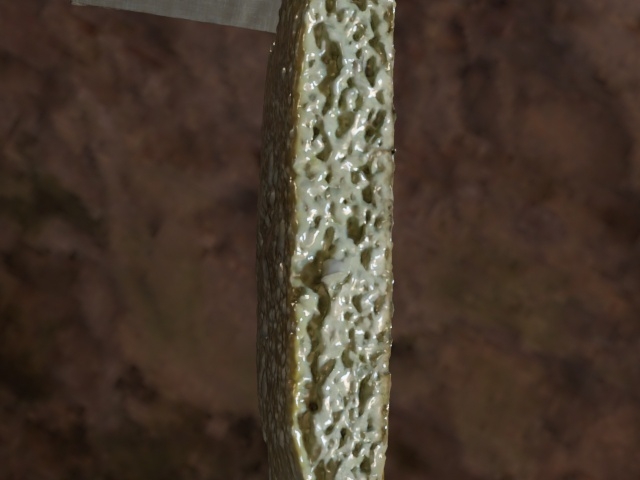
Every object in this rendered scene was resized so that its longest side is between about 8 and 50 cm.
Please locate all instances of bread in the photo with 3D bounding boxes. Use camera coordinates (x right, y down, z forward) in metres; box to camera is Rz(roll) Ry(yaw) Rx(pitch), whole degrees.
[{"bbox_3d":[0.000,0.000,0.873,0.056,0.287,0.207,2,-7,-5],"label":"bread"}]

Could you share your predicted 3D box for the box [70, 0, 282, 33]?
[{"bbox_3d":[-0.084,-0.277,1.637,0.231,0.155,0.149,7,29,-5],"label":"box"}]
